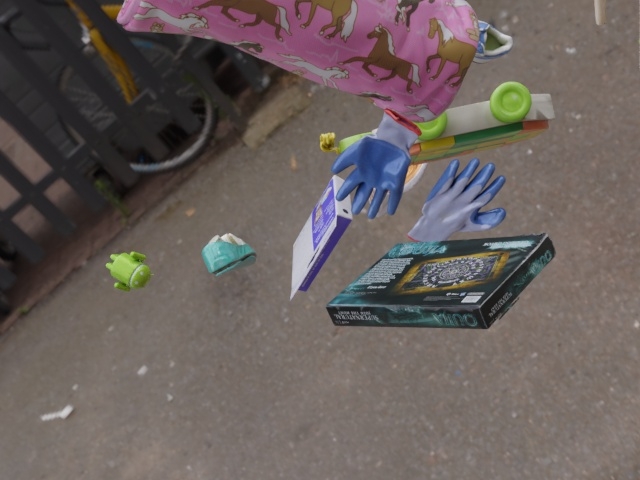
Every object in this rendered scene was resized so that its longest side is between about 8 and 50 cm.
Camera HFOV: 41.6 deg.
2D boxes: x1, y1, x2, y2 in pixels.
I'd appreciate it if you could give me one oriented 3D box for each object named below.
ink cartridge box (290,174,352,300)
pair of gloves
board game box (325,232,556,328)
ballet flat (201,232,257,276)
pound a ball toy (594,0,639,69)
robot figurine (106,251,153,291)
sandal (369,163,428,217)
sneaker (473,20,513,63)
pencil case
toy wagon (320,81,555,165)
[{"bbox_3d":[0.000,0.000,1.737,0.206,0.045,0.208,-59,16,29],"label":"ink cartridge box"},{"bbox_3d":[0.113,-0.059,0.967,0.159,0.198,0.023,-57,4,47],"label":"pair of gloves"},{"bbox_3d":[0.110,0.038,0.790,0.186,0.026,0.126,-4,26,48],"label":"board game box"},{"bbox_3d":[-0.202,0.025,1.878,0.083,0.087,0.247,-26,-2,9],"label":"ballet flat"},{"bbox_3d":[0.542,-0.418,1.361,0.208,0.319,0.135,4,65,23],"label":"pound a ball toy"},{"bbox_3d":[-0.464,0.075,2.054,0.101,0.115,0.067,-61,-12,4],"label":"robot figurine"},{"bbox_3d":[0.153,-0.137,1.771,0.102,0.076,0.265,-62,6,-25],"label":"sandal"},{"bbox_3d":[0.253,-0.373,1.507,0.081,0.211,0.080,8,93,59],"label":"sneaker"},{"bbox_3d":[-0.016,-0.245,0.915,0.160,0.386,0.167,-60,27,33],"label":"pencil case"},{"bbox_3d":[0.172,-0.162,1.289,0.345,0.068,0.267,-12,-2,2],"label":"toy wagon"}]
